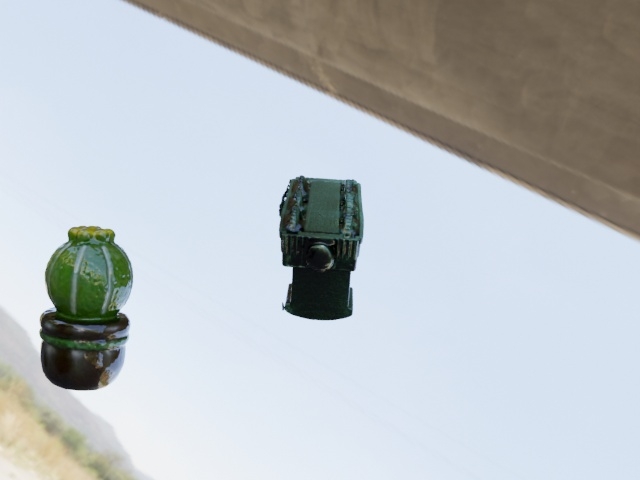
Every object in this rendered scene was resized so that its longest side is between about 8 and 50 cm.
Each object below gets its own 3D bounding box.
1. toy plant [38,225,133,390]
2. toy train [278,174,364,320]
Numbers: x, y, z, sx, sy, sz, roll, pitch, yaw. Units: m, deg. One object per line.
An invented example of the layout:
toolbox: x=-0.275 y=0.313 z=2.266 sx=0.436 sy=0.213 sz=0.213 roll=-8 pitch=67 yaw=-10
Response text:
toy plant: x=-0.239 y=0.065 z=0.747 sx=0.093 sy=0.093 sz=0.162 roll=14 pitch=-78 yaw=45
toy train: x=0.000 y=0.000 z=1.248 sx=0.139 sy=0.330 sz=0.178 roll=3 pitch=-68 yaw=1
